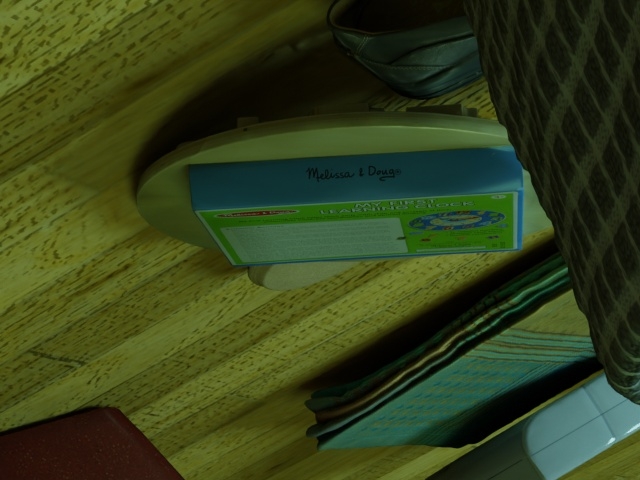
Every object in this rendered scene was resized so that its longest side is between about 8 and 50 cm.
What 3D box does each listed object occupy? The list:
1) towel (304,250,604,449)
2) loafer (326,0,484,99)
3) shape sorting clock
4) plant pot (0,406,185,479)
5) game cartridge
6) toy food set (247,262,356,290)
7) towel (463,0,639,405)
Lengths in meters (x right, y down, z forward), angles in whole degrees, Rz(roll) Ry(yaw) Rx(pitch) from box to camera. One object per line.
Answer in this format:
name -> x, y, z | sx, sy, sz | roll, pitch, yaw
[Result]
towel -> 0.192, 0.041, 1.343 | 0.370, 0.040, 0.271 | -34, 160, 21
loafer -> 0.079, -0.111, 0.753 | 0.170, 0.062, 0.061 | -34, 154, 24
shape sorting clock -> 0.020, -0.023, 0.885 | 0.206, 0.040, 0.206 | -2, 168, 0
plant pot -> -0.179, 0.253, 1.150 | 0.267, 0.235, 0.267 | -15, 159, -28
game cartridge -> 0.222, 0.126, 1.493 | 0.294, 0.060, 0.196 | -25, 174, -36
toy food set -> 0.000, 0.000, 1.016 | 0.083, 0.020, 0.082 | -10, 157, -35
towel -> 0.094, -0.093, 0.548 | 0.121, 0.235, 0.283 | -19, 161, -2
